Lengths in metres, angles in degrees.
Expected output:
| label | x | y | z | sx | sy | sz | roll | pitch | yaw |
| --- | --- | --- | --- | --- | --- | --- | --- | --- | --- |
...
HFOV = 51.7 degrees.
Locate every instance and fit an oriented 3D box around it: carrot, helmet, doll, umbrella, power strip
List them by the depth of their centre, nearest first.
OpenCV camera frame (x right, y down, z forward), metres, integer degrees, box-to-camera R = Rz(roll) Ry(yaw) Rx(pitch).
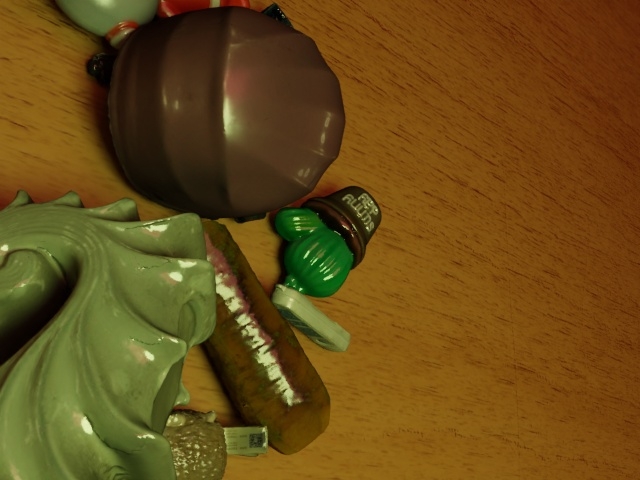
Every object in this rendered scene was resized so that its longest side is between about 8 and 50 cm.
| label | x | y | z | sx | sy | sz | roll | pitch | yaw |
| --- | --- | --- | --- | --- | --- | --- | --- | --- | --- |
| doll | -0.165 | 0.233 | 0.733 | 0.221 | 0.105 | 0.115 | 17 | 56 | -40 |
| helmet | -0.078 | -0.157 | 0.821 | 0.338 | 0.197 | 0.271 | 3 | 90 | -47 |
| carrot | -0.094 | 0.122 | 0.826 | 0.114 | 0.114 | 0.302 | -34 | 97 | -41 |
| doll | -0.231 | -0.330 | 0.853 | 0.336 | 0.105 | 0.200 | -28 | 97 | -50 |
| umbrella | -0.235 | -0.218 | 0.857 | 0.133 | 0.031 | 0.036 | -7 | 83 | -41 |
| power strip | -0.011 | 0.113 | 0.914 | 0.191 | 0.047 | 0.030 | 45 | 58 | -43 |

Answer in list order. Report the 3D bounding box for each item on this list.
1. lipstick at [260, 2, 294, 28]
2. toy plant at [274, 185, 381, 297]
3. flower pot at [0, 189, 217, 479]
| label | x | y | z | sx | sy | sz | roll | pitch | yaw |
| --- | --- | --- | --- | --- | --- | --- | --- | --- | --- |
| lipstick | -0.142 | -0.229 | 0.921 | 0.051 | 0.051 | 0.312 | 52 | 53 | -23 |
| toy plant | 0.000 | 0.000 | 0.949 | 0.200 | 0.105 | 0.143 | -42 | 100 | -29 |
| flower pot | -0.238 | 0.127 | 0.587 | 0.254 | 0.164 | 0.367 | 7 | 52 | -2 |
